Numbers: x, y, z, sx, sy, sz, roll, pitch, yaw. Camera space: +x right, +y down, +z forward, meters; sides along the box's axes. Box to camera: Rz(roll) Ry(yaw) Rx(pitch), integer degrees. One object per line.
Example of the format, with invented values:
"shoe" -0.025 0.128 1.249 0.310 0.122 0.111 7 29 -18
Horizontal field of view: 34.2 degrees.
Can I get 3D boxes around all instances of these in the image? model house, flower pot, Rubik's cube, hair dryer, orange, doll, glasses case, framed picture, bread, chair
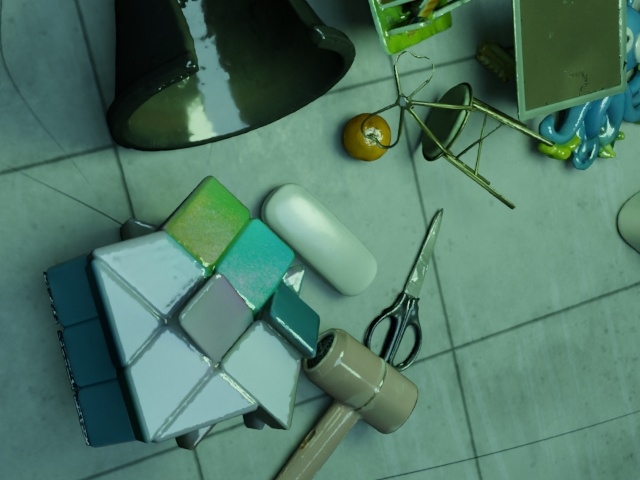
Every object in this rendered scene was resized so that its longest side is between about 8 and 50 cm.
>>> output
"model house" 0.254 -0.455 1.609 0.357 0.312 0.243 -35 112 -60
"flower pot" -0.166 -0.309 1.533 0.379 0.379 0.251 -18 80 -19
"Rubik's cube" -0.191 0.114 1.520 0.368 0.358 0.387 -14 89 -21
"hair dryer" -0.007 0.330 1.746 0.189 0.107 0.344 38 86 -20
"orange" 0.079 -0.174 1.742 0.083 0.083 0.084 -2 95 -22
"doll" 0.510 -0.295 1.873 0.346 0.098 0.341 6 95 -32
"glasses case" 0.000 0.000 1.735 0.233 0.059 0.092 42 81 -20
"framed picture" 0.419 -0.330 1.739 0.273 0.016 0.217 -17 110 -32
"bread" 0.315 -0.321 1.849 0.088 0.034 0.049 34 96 -17
"chair" 0.217 -0.196 1.746 0.325 0.170 0.160 25 104 -20

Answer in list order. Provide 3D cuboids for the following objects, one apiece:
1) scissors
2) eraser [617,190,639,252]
"scissors" 0.162 0.083 1.828 0.109 0.022 0.300 22 85 -25
"eraser" 0.768 -0.005 1.997 0.331 0.150 0.331 -1 92 -21
